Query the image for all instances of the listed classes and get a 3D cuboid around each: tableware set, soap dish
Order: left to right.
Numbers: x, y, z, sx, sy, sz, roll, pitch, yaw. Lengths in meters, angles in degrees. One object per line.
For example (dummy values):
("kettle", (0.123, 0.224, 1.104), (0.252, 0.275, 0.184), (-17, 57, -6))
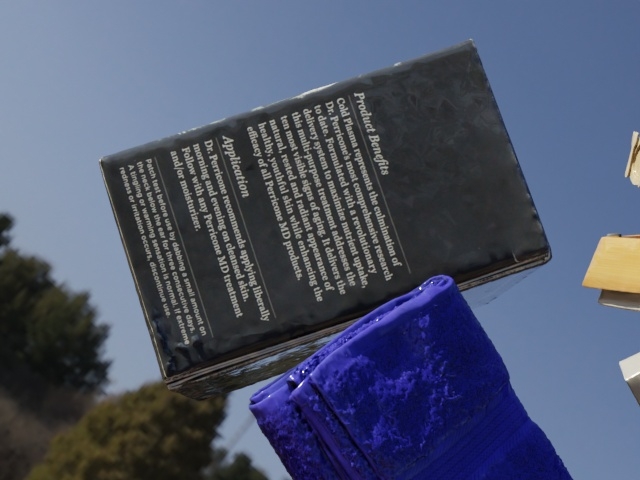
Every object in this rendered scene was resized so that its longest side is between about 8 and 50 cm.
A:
("tableware set", (0.406, -0.115, 1.536), (0.020, 0.141, 0.168), (9, 25, -10))
("soap dish", (0.591, 0.043, 1.997), (0.229, 0.291, 0.118), (-174, -98, -72))

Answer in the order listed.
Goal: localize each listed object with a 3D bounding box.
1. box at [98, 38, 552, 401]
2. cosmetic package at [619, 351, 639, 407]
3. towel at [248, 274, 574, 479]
("box", (0.000, 0.000, 1.695), (0.480, 0.472, 0.297), (101, -28, -81))
("cosmetic package", (0.558, 0.185, 1.817), (0.127, 0.238, 0.107), (59, 9, -5))
("towel", (0.107, 0.196, 1.006), (0.308, 0.228, 0.076), (59, -35, -1))
